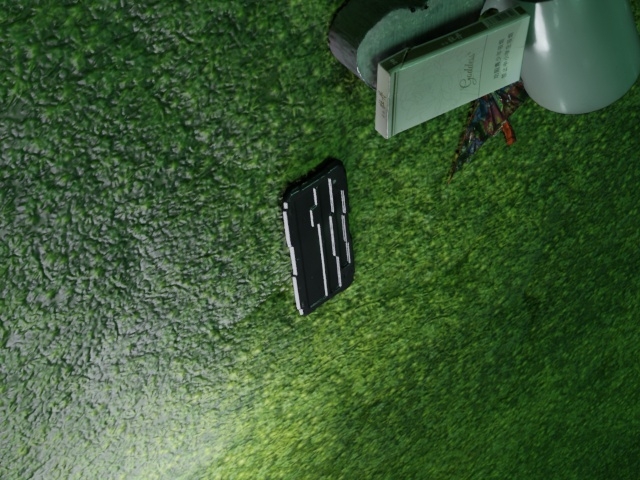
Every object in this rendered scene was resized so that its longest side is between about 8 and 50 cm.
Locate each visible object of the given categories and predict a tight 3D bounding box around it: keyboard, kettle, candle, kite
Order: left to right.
[{"bbox_3d":[0.000,0.000,1.649,0.106,0.016,0.262,-33,145,-20],"label":"keyboard"},{"bbox_3d":[0.103,-0.235,1.466,0.192,0.068,0.168,-27,143,-22],"label":"candle"},{"bbox_3d":[0.247,-0.176,1.748,0.232,0.009,0.189,-45,148,-1],"label":"kite"},{"bbox_3d":[0.279,-0.278,1.560,0.221,0.161,0.236,-19,147,13],"label":"kettle"}]

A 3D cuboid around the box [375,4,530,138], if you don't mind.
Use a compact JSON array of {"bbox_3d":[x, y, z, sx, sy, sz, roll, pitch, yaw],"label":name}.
[{"bbox_3d":[0.154,-0.199,1.463,0.198,0.029,0.109,-24,145,-18],"label":"box"}]
